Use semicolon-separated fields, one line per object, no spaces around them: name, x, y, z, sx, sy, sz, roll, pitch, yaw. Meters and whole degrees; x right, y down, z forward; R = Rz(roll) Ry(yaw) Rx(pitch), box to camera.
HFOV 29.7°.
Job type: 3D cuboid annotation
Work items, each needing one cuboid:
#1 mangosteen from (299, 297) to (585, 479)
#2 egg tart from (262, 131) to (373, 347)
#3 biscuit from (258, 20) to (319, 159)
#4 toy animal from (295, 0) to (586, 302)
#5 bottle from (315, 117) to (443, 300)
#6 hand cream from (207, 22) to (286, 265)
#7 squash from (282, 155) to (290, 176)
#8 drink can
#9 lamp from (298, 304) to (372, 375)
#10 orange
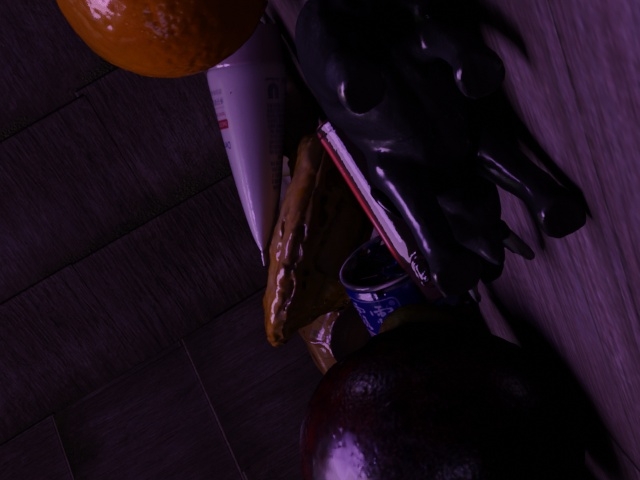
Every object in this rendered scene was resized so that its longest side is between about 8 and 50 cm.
mangosteen;0.086;0.146;0.906;0.216;0.216;0.216;59;177;5
egg tart;0.000;0.000;1.270;0.241;0.105;0.241;12;-90;-88
biscuit;-0.052;-0.174;1.373;0.183;0.061;0.118;62;178;-10
toy animal;0.068;-0.035;0.620;0.269;0.082;0.137;57;-178;-40
bottle;0.061;-0.031;0.945;0.164;0.060;0.060;58;177;6
hand cream;-0.070;-0.102;1.278;0.133;0.083;0.248;-58;-37;-84
squash;-0.068;-0.177;1.542;0.094;0.094;0.224;62;-176;-38
drink can;0.110;0.106;1.121;0.235;0.097;0.097;60;177;-26
lamp;0.044;0.103;1.621;0.161;0.161;0.185;60;174;-17
orange;-0.145;-0.248;1.045;0.219;0.193;0.219;48;-167;-14
